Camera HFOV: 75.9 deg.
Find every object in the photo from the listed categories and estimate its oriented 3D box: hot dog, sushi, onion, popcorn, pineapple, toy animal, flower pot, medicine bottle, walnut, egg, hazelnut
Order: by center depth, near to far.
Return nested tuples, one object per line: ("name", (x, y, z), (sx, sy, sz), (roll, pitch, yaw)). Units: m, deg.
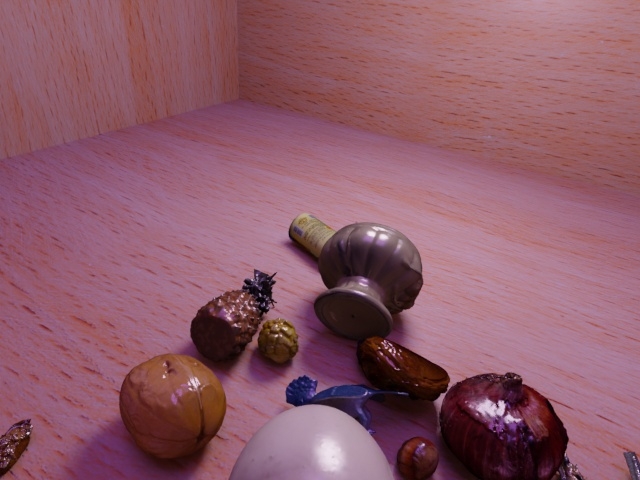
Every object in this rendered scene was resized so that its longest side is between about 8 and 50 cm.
("egg", (-0.014, 0.417, 0.650), (0.283, 0.282, 0.345), (4, 16, -2))
("sushi", (-0.605, 0.401, 0.789), (0.062, 0.060, 0.118), (6, 33, -8))
("hazelnut", (0.197, 0.440, 0.837), (0.086, 0.086, 0.086), (4, 32, -2))
("walnut", (-0.301, 0.331, 0.839), (0.226, 0.193, 0.193), (23, 36, 31))
("onion", (0.374, 0.369, 0.840), (0.252, 0.219, 0.252), (5, 23, -2))
("toy animal", (0.053, 0.343, 0.888), (0.256, 0.239, 0.176), (-28, 69, 5))
("hot dog", (0.189, 0.301, 0.943), (0.227, 0.160, 0.099), (32, 61, -11))
("popcorn", (-0.103, 0.254, 1.053), (0.106, 0.121, 0.116), (37, 38, -14))
("pineapple", (-0.206, 0.185, 1.131), (0.169, 0.169, 0.340), (15, 21, 14))
("flower pot", (0.123, 0.129, 1.148), (0.308, 0.307, 0.244), (15, 49, 14))
("medicine bottle", (0.000, 0.000, 1.465), (0.124, 0.124, 0.239), (-20, 41, -35))

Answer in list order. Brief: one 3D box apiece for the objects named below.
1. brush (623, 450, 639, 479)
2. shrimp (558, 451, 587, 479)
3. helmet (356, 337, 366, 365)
("brush", (0.623, 0.540, 0.746), (0.070, 0.051, 0.323), (37, 33, -8))
("shrimp", (0.539, 0.525, 0.784), (0.144, 0.052, 0.251), (12, 37, -12))
("helmet", (0.148, 0.299, 1.049), (0.123, 0.070, 0.098), (15, 1, -9))
